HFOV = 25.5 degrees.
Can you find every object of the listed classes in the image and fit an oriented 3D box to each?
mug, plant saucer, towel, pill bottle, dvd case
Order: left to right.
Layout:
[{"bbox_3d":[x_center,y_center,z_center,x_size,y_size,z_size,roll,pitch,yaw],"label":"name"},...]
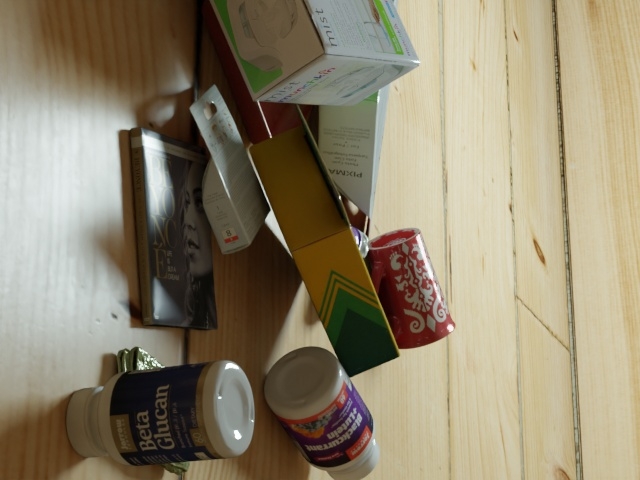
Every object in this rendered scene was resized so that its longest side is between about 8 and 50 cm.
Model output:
[{"bbox_3d":[-0.179,0.184,1.517,0.148,0.027,0.110,45,41,-55],"label":"towel"},{"bbox_3d":[-0.158,0.171,1.379,0.094,0.169,0.094,-9,90,-68],"label":"pill bottle"},{"bbox_3d":[-0.166,-0.009,1.627,0.164,0.018,0.221,14,70,-67],"label":"dvd case"},{"bbox_3d":[-0.078,-0.268,1.898,0.258,0.047,0.259,-66,142,-53],"label":"plant saucer"},{"bbox_3d":[0.009,0.236,1.861,0.193,0.108,0.108,60,31,-43],"label":"pill bottle"},{"bbox_3d":[0.134,0.079,2.232,0.150,0.113,0.169,-48,124,-65],"label":"mug"}]

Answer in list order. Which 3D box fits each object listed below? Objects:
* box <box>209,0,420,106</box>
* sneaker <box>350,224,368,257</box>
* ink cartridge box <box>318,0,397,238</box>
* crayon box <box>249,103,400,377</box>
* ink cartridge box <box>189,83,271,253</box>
[{"bbox_3d":[-0.024,-0.309,1.752,0.231,0.126,0.262,-8,71,-56],"label":"box"},{"bbox_3d":[0.025,0.040,2.057,0.071,0.068,0.170,42,34,-37],"label":"sneaker"},{"bbox_3d":[0.054,-0.195,2.145,0.385,0.091,0.308,94,5,-52],"label":"ink cartridge box"},{"bbox_3d":[0.000,0.000,1.814,0.323,0.083,0.203,68,-1,-46],"label":"crayon box"},{"bbox_3d":[-0.123,-0.088,1.715,0.179,0.045,0.145,65,15,-13],"label":"ink cartridge box"}]
